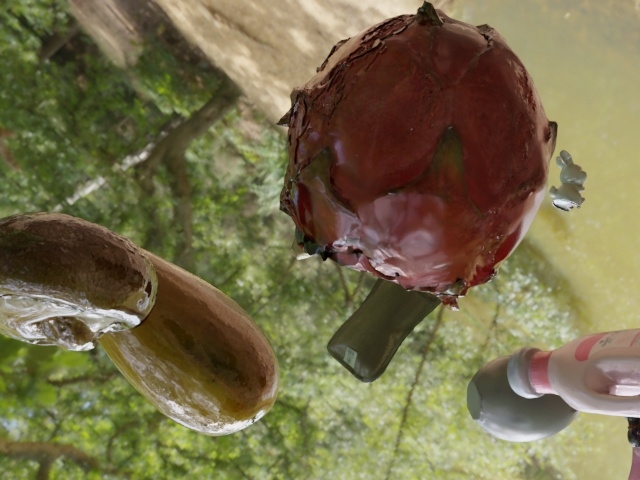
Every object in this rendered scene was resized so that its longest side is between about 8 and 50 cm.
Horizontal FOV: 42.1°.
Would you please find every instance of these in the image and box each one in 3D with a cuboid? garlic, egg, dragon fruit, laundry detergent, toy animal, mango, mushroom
[{"bbox_3d":[0.000,0.000,1.122,0.041,0.083,0.053,80,176,-58],"label":"garlic"},{"bbox_3d":[0.417,0.318,1.683,0.231,0.176,0.176,2,178,-3],"label":"egg"},{"bbox_3d":[0.100,-0.084,0.886,0.295,0.302,0.295,14,166,3],"label":"dragon fruit"},{"bbox_3d":[0.420,0.187,1.180,0.335,0.159,0.088,-12,116,49],"label":"laundry detergent"},{"bbox_3d":[0.569,-0.134,1.900,0.085,0.124,0.071,18,170,8],"label":"toy animal"},{"bbox_3d":[-0.262,0.179,1.542,0.446,0.232,0.300,47,-170,-15],"label":"mango"},{"bbox_3d":[-0.333,0.053,1.058,0.253,0.253,0.153,53,-146,-58],"label":"mushroom"}]

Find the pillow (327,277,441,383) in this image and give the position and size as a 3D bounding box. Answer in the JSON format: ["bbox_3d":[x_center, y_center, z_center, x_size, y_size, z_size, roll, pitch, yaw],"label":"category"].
[{"bbox_3d":[0.109,0.130,1.391,0.130,0.217,0.033,37,178,37],"label":"pillow"}]

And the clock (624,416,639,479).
[{"bbox_3d":[0.550,0.298,1.321,0.194,0.196,0.100,7,158,-34],"label":"clock"}]
